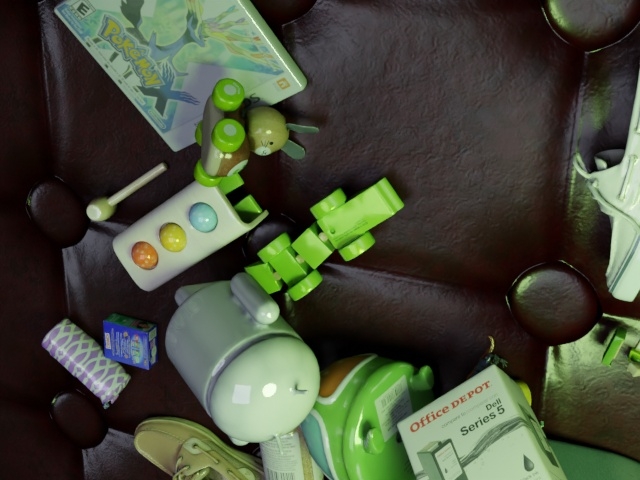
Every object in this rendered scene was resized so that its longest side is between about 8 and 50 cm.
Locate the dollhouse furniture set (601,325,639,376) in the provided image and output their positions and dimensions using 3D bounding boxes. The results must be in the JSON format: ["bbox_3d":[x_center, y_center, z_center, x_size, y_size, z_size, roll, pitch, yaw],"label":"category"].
[{"bbox_3d":[0.531,0.197,1.459,0.152,0.076,0.058,26,120,13],"label":"dollhouse furniture set"}]

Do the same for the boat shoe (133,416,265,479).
[{"bbox_3d":[-0.250,0.468,1.897,0.341,0.110,0.121,18,117,16],"label":"boat shoe"}]

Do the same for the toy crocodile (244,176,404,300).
[{"bbox_3d":[0.000,0.000,1.609,0.341,0.105,0.115,-37,94,27],"label":"toy crocodile"}]

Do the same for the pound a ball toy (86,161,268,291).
[{"bbox_3d":[-0.287,-0.043,1.689,0.319,0.136,0.208,-30,97,30],"label":"pound a ball toy"}]

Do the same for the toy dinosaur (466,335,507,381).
[{"bbox_3d":[0.287,0.223,1.613,0.082,0.047,0.090,-27,61,43],"label":"toy dinosaur"}]

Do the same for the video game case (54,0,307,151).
[{"bbox_3d":[-0.234,-0.327,1.540,0.300,0.036,0.329,-21,122,29],"label":"video game case"}]

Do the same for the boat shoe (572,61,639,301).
[{"bbox_3d":[0.445,-0.095,1.343,0.157,0.136,0.366,17,114,17],"label":"boat shoe"}]

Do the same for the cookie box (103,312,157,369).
[{"bbox_3d":[-0.392,0.208,1.894,0.107,0.040,0.091,13,116,19],"label":"cookie box"}]

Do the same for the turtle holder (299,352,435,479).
[{"bbox_3d":[0.095,0.342,1.648,0.228,0.243,0.320,10,152,41],"label":"turtle holder"}]

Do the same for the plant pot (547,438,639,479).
[{"bbox_3d":[0.486,0.504,1.522,0.253,0.247,0.247,4,113,3],"label":"plant pot"}]

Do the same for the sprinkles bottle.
[{"bbox_3d":[-0.061,0.384,1.774,0.121,0.121,0.355,2,112,23],"label":"sprinkles bottle"}]

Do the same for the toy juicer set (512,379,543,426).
[{"bbox_3d":[0.305,0.419,1.595,0.090,0.209,0.329,8,124,-26],"label":"toy juicer set"}]

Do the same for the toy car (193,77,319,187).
[{"bbox_3d":[-0.105,-0.170,1.545,0.189,0.148,0.155,6,154,-19],"label":"toy car"}]

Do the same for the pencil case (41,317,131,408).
[{"bbox_3d":[-0.494,0.256,1.939,0.206,0.086,0.088,44,149,3],"label":"pencil case"}]

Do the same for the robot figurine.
[{"bbox_3d":[-0.134,0.205,1.570,0.353,0.200,0.299,42,132,44],"label":"robot figurine"}]

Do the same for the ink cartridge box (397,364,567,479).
[{"bbox_3d":[0.260,0.362,1.419,0.198,0.272,0.115,-35,134,15],"label":"ink cartridge box"}]
